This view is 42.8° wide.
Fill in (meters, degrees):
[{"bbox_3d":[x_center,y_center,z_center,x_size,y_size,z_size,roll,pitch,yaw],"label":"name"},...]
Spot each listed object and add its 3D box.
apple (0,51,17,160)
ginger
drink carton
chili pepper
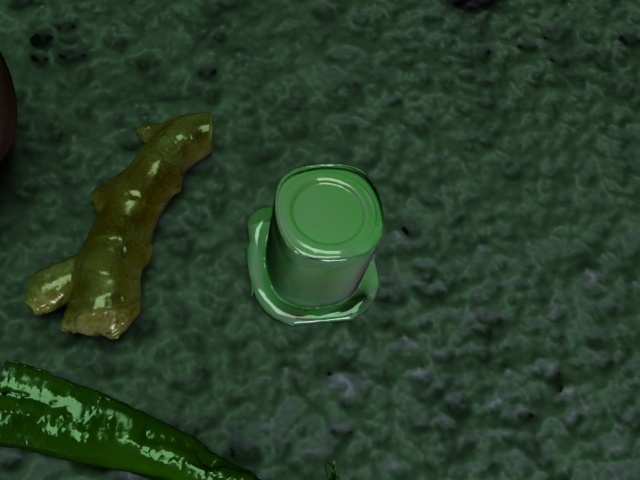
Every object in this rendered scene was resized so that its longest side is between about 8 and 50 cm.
[{"bbox_3d":[-0.432,-0.118,0.789,0.235,0.306,0.305,38,66,-18],"label":"apple"},{"bbox_3d":[-0.199,-0.027,0.893,0.118,0.065,0.299,27,64,0],"label":"ginger"},{"bbox_3d":[0.000,0.000,0.864,0.146,0.142,0.144,-4,69,-11],"label":"drink carton"},{"bbox_3d":[-0.154,0.203,0.795,0.359,0.076,0.085,15,85,4],"label":"chili pepper"}]
